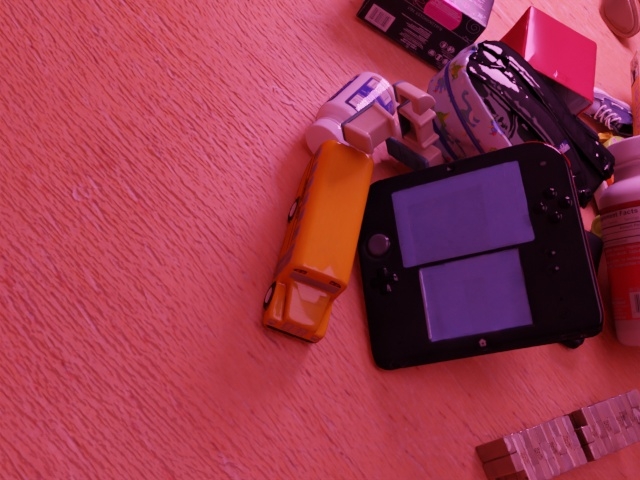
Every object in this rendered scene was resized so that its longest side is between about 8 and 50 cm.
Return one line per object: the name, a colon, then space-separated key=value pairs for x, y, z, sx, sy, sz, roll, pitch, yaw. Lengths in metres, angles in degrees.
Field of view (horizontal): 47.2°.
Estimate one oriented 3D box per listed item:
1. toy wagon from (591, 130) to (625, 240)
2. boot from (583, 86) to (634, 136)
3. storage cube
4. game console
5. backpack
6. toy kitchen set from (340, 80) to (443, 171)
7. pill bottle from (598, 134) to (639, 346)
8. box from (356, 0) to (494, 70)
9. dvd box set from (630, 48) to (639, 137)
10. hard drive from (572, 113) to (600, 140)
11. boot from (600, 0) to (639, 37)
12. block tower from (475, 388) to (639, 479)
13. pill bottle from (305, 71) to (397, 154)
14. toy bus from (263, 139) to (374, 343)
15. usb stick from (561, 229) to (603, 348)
toy wagon: x=0.720 y=-0.114 z=1.694 sx=0.267 sy=0.068 sz=0.345 roll=3 pitch=65 yaw=-24
boot: x=0.691 y=-0.308 z=1.766 sx=0.189 sy=0.069 sz=0.086 roll=11 pitch=43 yaw=-21
storage cube: x=0.480 y=-0.366 z=1.637 sx=0.214 sy=0.184 sz=0.193 roll=25 pitch=57 yaw=-12
game console: x=0.253 y=0.025 z=1.252 sx=0.060 sy=0.386 sz=0.342 roll=37 pitch=44 yaw=-60
backpack: x=0.359 y=-0.210 z=1.420 sx=0.290 sy=0.273 sz=0.356 roll=-42 pitch=106 yaw=-35
toy kitchen set: x=0.119 y=-0.185 z=1.357 sx=0.166 sy=0.207 sz=0.122 roll=-38 pitch=52 yaw=-15
pill bottle: x=0.689 y=-0.001 z=1.468 sx=0.228 sy=0.229 sz=0.408 roll=-2 pitch=83 yaw=-26
box: x=0.232 y=-0.517 z=1.609 sx=0.247 sy=0.163 sz=0.142 roll=31 pitch=53 yaw=-9
dvd box set: x=0.888 y=-0.256 z=1.708 sx=0.307 sy=0.062 sz=0.421 roll=10 pitch=60 yaw=3
hard drive: x=0.551 y=-0.225 z=1.623 sx=0.135 sy=0.094 sz=0.022 roll=17 pitch=45 yaw=-48
boot: x=0.869 y=-0.679 z=2.040 sx=0.220 sy=0.109 sz=0.284 roll=-4 pitch=60 yaw=-31
block tower: x=0.445 y=0.358 z=1.313 sx=0.335 sy=0.097 sz=0.091 roll=-10 pitch=70 yaw=-27
pill bottle: x=0.057 y=-0.235 z=1.415 sx=0.112 sy=0.112 sz=0.187 roll=43 pitch=56 yaw=0
toy bus: x=0.000 y=0.000 z=1.259 sx=0.108 sy=0.130 sz=0.333 roll=22 pitch=58 yaw=-14
usb stick: x=0.532 y=0.093 z=1.514 sx=0.077 sy=0.045 sz=0.278 roll=32 pitch=57 yaw=-9
